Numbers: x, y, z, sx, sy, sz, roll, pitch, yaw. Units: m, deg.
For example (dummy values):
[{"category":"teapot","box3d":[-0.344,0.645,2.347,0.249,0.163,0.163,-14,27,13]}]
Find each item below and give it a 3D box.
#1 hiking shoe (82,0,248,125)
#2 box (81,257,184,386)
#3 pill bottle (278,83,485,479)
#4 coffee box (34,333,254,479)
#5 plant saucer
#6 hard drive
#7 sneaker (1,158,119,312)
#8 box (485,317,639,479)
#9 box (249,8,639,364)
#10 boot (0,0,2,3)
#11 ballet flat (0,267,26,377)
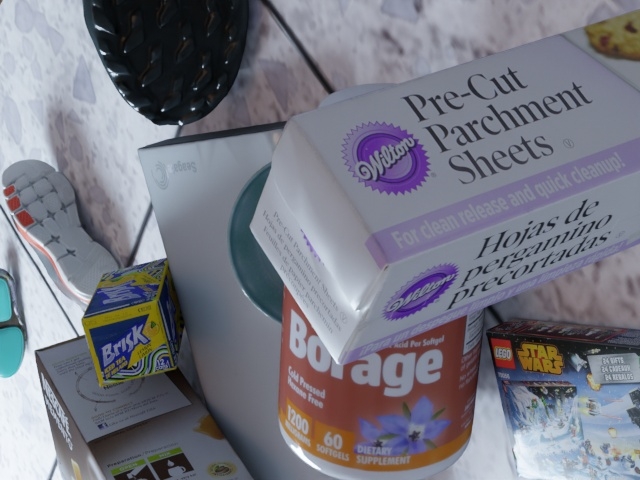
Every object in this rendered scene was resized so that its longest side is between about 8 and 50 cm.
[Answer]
[{"category":"hiking shoe","box3d":[-0.120,-0.230,1.108,0.132,0.113,0.304,-109,6,-67]},{"category":"box","box3d":[-0.137,0.058,1.220,0.169,0.059,0.054,-104,0,-79]},{"category":"pill bottle","box3d":[0.038,0.024,0.958,0.121,0.121,0.216,32,130,44]},{"category":"coffee box","box3d":[-0.129,0.186,1.256,0.246,0.098,0.141,-132,31,-51]},{"category":"plant saucer","box3d":[0.000,0.000,1.049,0.119,0.021,0.119,3,102,14]},{"category":"hard drive","box3d":[-0.032,0.072,1.165,0.203,0.040,0.307,-2,105,56]},{"category":"sneaker","box3d":[-0.229,0.002,1.403,0.158,0.061,0.065,57,151,22]},{"category":"box","box3d":[0.154,0.095,0.913,0.137,0.027,0.094,3,110,55]},{"category":"box","box3d":[0.129,-0.046,0.605,0.067,0.324,0.063,57,148,24]},{"category":"boot","box3d":[-0.392,-0.252,1.458,0.220,0.109,0.283,62,144,10]},{"category":"ballet flat","box3d":[-0.306,0.076,1.579,0.041,0.041,0.114,29,129,46]}]
